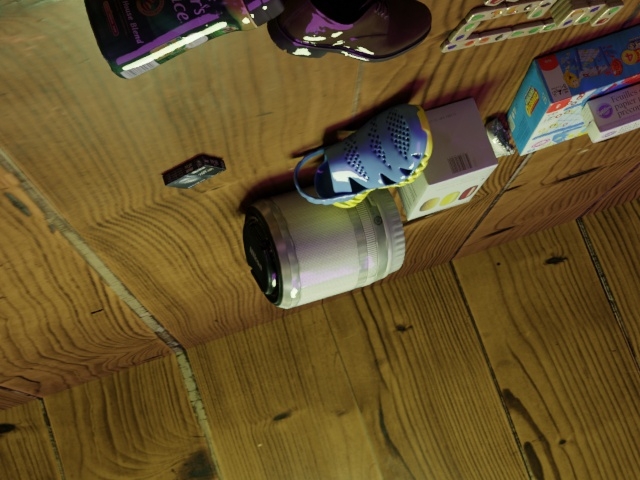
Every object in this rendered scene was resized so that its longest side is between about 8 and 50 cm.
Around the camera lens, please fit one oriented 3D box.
[{"bbox_3d":[0.000,0.000,1.996,0.274,0.219,0.219,-16,168,-18],"label":"camera lens"}]

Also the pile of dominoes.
[{"bbox_3d":[0.320,-0.324,1.462,0.251,0.040,0.196,-15,168,-20],"label":"pile of dominoes"}]

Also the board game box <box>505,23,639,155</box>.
[{"bbox_3d":[0.512,-0.281,1.856,0.301,0.086,0.308,-19,168,-2],"label":"board game box"}]

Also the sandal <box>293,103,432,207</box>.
[{"bbox_3d":[0.065,-0.134,1.745,0.138,0.126,0.317,-5,161,-38],"label":"sandal"}]

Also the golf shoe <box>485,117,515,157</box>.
[{"bbox_3d":[0.336,-0.193,2.042,0.086,0.069,0.176,-16,169,15],"label":"golf shoe"}]

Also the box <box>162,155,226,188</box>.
[{"bbox_3d":[-0.204,-0.110,1.657,0.083,0.018,0.067,-24,168,22],"label":"box"}]

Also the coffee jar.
[{"bbox_3d":[-0.132,-0.235,1.005,0.184,0.096,0.079,-21,171,6],"label":"coffee jar"}]

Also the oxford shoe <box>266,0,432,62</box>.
[{"bbox_3d":[0.056,-0.266,1.209,0.227,0.083,0.096,-12,162,-37],"label":"oxford shoe"}]

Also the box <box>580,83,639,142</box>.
[{"bbox_3d":[0.616,-0.255,1.766,0.324,0.063,0.067,-19,167,-2],"label":"box"}]

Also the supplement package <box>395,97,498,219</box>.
[{"bbox_3d":[0.219,-0.145,1.891,0.139,0.134,0.244,-17,168,-7],"label":"supplement package"}]
